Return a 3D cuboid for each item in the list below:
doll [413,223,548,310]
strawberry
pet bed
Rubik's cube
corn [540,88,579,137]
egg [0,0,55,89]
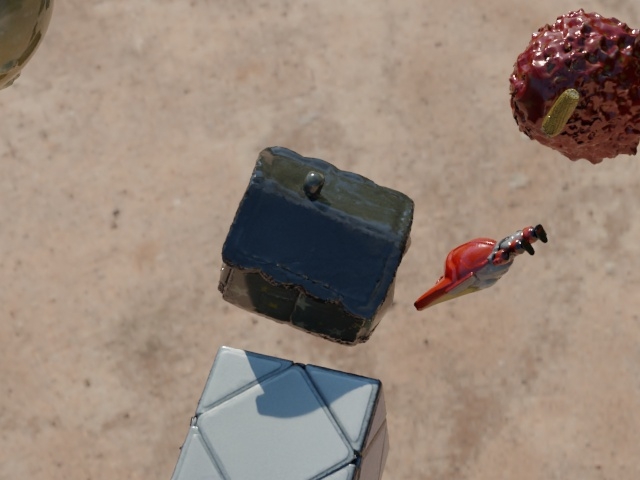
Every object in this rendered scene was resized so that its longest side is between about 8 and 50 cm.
[{"bbox_3d":[0.181,0.022,1.556,0.057,0.169,0.109,48,52,-3],"label":"doll"},{"bbox_3d":[0.344,-0.198,1.897,0.234,0.234,0.178,20,27,31],"label":"strawberry"},{"bbox_3d":[0.000,0.000,1.638,0.211,0.159,0.183,21,58,-1],"label":"pet bed"},{"bbox_3d":[-0.042,0.270,1.630,0.207,0.205,0.205,13,62,12],"label":"Rubik's cube"},{"bbox_3d":[0.302,-0.159,1.759,0.027,0.083,0.028,45,52,16],"label":"corn"},{"bbox_3d":[-0.308,-0.184,1.110,0.201,0.164,0.164,-29,41,10],"label":"egg"}]
